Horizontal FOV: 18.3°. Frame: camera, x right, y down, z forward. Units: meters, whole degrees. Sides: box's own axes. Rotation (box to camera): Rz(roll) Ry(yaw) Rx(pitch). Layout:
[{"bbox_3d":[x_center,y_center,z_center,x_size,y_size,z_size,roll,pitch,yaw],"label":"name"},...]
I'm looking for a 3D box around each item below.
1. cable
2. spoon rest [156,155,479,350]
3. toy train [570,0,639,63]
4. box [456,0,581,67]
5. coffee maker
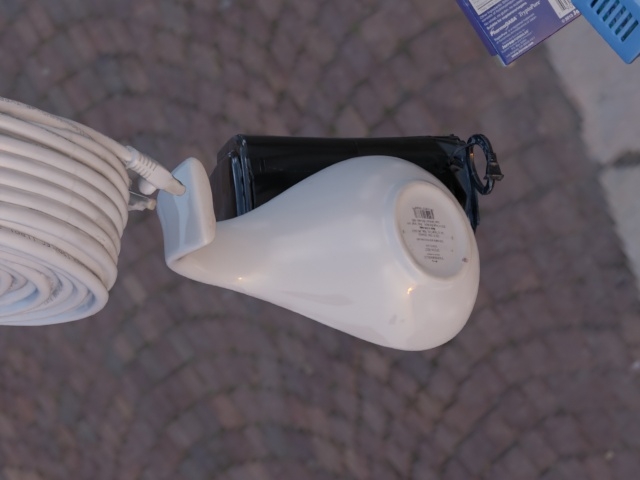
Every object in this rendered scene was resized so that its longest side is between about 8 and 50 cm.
[{"bbox_3d":[-0.234,-0.016,1.079,0.257,0.257,0.089,-5,73,25],"label":"cable"},{"bbox_3d":[0.000,0.000,1.275,0.084,0.276,0.137,-26,66,41],"label":"spoon rest"},{"bbox_3d":[0.211,-0.188,1.133,0.105,0.184,0.080,50,163,4],"label":"toy train"},{"bbox_3d":[0.168,-0.296,1.899,0.225,0.136,0.036,57,176,-7],"label":"box"},{"bbox_3d":[0.016,-0.033,1.466,0.171,0.178,0.120,112,149,-48],"label":"coffee maker"}]
